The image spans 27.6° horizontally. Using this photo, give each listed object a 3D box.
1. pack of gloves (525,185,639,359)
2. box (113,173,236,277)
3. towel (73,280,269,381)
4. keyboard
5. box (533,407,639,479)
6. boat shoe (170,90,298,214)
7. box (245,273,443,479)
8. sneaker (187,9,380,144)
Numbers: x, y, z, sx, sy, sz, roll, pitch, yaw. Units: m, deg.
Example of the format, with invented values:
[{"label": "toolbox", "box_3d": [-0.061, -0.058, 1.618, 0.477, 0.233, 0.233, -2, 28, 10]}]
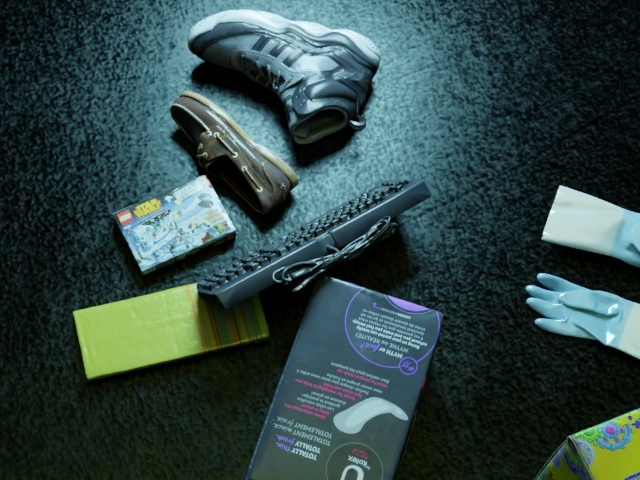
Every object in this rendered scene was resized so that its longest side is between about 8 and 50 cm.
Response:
[{"label": "pack of gloves", "box_3d": [0.394, 0.056, 1.719, 0.232, 0.046, 0.195, 19, 77, 9]}, {"label": "box", "box_3d": [-0.192, -0.020, 1.715, 0.137, 0.027, 0.094, -24, 70, -14]}, {"label": "towel", "box_3d": [-0.190, 0.109, 1.662, 0.237, 0.021, 0.102, -13, 61, -8]}, {"label": "keyboard", "box_3d": [0.000, 0.000, 1.633, 0.317, 0.201, 0.033, -30, 109, -20]}, {"label": "box", "box_3d": [0.408, 0.285, 1.465, 0.279, 0.290, 0.177, -20, 68, -11]}, {"label": "boat shoe", "box_3d": [-0.128, -0.118, 1.740, 0.207, 0.073, 0.073, 38, 67, 14]}, {"label": "box", "box_3d": [0.030, 0.205, 1.559, 0.165, 0.143, 0.270, 18, 65, 7]}, {"label": "sneaker", "box_3d": [-0.055, -0.220, 1.775, 0.268, 0.101, 0.153, 8, 62, -2]}]
